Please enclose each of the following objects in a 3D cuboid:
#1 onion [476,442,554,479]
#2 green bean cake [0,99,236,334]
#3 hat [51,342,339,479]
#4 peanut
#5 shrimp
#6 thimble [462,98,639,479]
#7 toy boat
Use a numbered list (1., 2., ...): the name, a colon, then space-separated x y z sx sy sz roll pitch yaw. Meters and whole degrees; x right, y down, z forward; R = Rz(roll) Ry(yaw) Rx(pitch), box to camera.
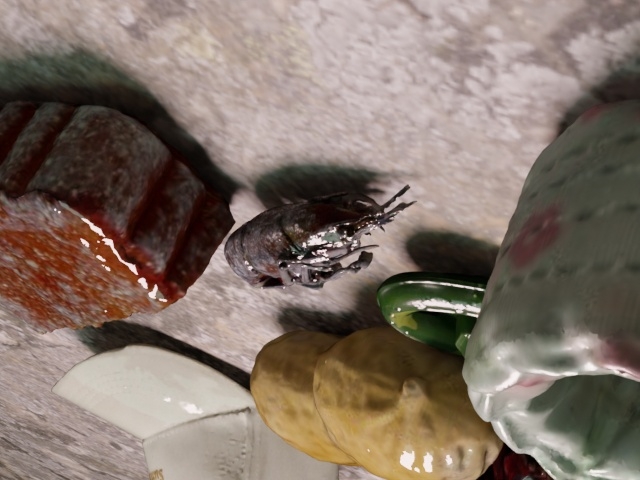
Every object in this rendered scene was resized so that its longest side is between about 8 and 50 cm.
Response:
1. onion: 0.156 0.244 0.901 0.281 0.221 0.281 36 142 34
2. green bean cake: -0.164 -0.010 0.832 0.233 0.097 0.198 0 144 43
3. hat: -0.129 0.221 1.172 0.301 0.168 0.258 28 154 -6
4. peanut: 0.033 0.114 0.874 0.263 0.101 0.117 -5 114 63
5. shrimp: 0.000 0.000 0.741 0.165 0.056 0.065 -9 152 43
6. thimble: 0.182 0.041 0.549 0.211 0.149 0.185 28 153 -7
7. toy boat: 0.135 0.067 0.754 0.210 0.052 0.104 23 158 3
